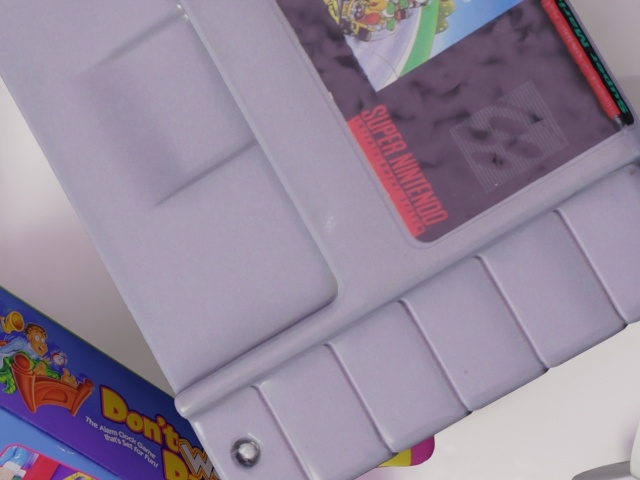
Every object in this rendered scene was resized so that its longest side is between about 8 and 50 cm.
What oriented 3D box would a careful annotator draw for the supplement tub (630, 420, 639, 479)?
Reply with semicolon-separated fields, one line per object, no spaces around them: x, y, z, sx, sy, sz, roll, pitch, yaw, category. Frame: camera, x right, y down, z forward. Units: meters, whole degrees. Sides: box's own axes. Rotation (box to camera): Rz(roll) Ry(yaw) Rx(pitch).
0.238;0.082;0.593;0.199;0.144;0.144;25;104;22;supplement tub

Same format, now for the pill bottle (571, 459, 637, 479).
0.149;0.160;0.687;0.065;0.065;0.116;-13;87;26;pill bottle

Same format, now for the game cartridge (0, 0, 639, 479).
-0.018;-0.084;0.652;0.230;0.068;0.355;-32;84;17;game cartridge

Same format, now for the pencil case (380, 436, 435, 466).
0.000;0.000;0.729;0.104;0.104;0.236;-3;92;26;pencil case

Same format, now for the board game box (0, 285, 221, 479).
-0.203;0.193;0.779;0.233;0.078;0.347;37;115;-26;board game box
